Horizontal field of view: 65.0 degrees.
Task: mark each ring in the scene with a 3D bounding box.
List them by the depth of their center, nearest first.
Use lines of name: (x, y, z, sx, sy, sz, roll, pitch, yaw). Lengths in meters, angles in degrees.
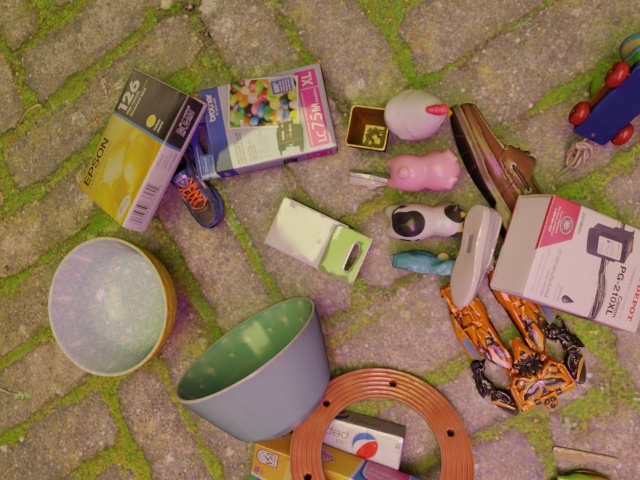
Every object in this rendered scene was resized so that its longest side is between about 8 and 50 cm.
ring: (0.111, 0.399, 0.926, 0.337, 0.032, 0.336, -1, 51, 1)

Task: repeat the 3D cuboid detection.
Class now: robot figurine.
robot figurine: (0.357, 0.184, 0.937, 0.211, 0.085, 0.291, -32, 81, 11)

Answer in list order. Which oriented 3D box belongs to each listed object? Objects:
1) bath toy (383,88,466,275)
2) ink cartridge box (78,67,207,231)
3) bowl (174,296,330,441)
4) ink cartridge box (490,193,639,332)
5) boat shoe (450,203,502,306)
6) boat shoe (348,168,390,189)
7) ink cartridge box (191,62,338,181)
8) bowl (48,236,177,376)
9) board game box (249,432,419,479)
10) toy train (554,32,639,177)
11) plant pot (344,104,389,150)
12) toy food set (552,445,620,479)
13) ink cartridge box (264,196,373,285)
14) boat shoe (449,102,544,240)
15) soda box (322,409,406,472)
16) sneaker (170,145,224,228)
bath toy: (0.204, -0.110, 0.941, 0.152, 0.129, 0.348, -10, 100, -28)
ink cartridge box: (-0.420, -0.218, 1.106, 0.307, 0.072, 0.303, 31, 97, 33)
bowl: (-0.104, 0.264, 0.972, 0.312, 0.311, 0.163, -29, 101, 13)
ink cartridge box: (0.436, 0.040, 0.855, 0.237, 0.100, 0.171, 18, 89, -15)
boat shoe: (0.281, 0.030, 0.892, 0.063, 0.066, 0.184, 11, 86, -21)
boat shoe: (0.106, -0.122, 1.039, 0.100, 0.035, 0.035, 9, 119, 11)
ink cartridge box: (-0.132, -0.246, 1.062, 0.311, 0.065, 0.185, -12, 86, 6)
bowl: (-0.425, 0.137, 1.108, 0.290, 0.156, 0.289, 0, 89, 15)
board game box: (0.012, 0.528, 0.995, 0.317, 0.064, 0.242, 14, 110, 13)
toy train: (0.500, -0.238, 0.898, 0.105, 0.248, 0.143, 25, 55, -2)
plant pot: (0.102, -0.218, 1.012, 0.081, 0.083, 0.081, 11, 91, 15)
toy food set: (0.485, 0.488, 0.922, 0.133, 0.038, 0.191, 3, 90, 15)
ink cartridge box: (0.000, 0.000, 1.046, 0.209, 0.062, 0.108, 26, 96, 13)
boat shoe: (0.345, -0.129, 0.943, 0.105, 0.111, 0.307, -26, 93, 9)
soda box: (0.061, 0.396, 1.021, 0.216, 0.069, 0.073, 10, 92, 15)
sneaker: (-0.293, -0.122, 1.113, 0.083, 0.087, 0.221, -34, 81, 13)
